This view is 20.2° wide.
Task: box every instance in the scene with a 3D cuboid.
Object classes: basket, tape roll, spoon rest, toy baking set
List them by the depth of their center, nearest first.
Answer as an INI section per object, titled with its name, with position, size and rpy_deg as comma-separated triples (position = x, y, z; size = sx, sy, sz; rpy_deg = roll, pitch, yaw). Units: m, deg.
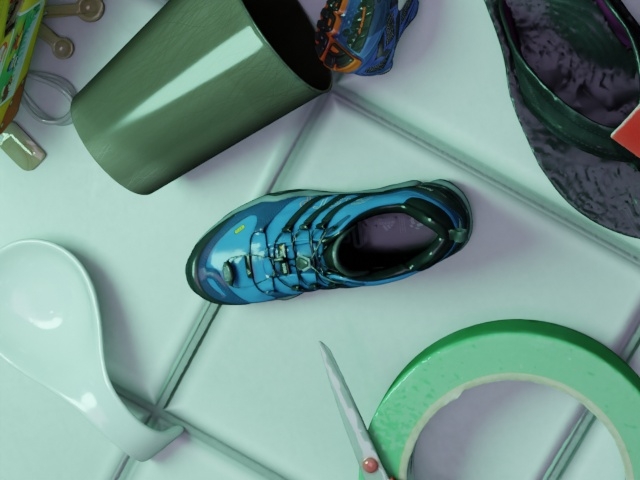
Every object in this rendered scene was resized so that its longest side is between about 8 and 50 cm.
[basket]
position = -0.126, -0.159, 1.793
size = 0.227, 0.154, 0.204
rpy_deg = -37, 48, 19
[tape roll]
position = 0.202, 0.244, 1.843
size = 0.321, 0.077, 0.321
rpy_deg = 1, 99, 9
[toy baking set]
position = -0.336, -0.210, 1.882
size = 0.197, 0.030, 0.256
rpy_deg = 17, 101, 6
[spoon rest]
position = -0.257, 0.119, 1.893
size = 0.137, 0.084, 0.276
rpy_deg = -40, 92, 12

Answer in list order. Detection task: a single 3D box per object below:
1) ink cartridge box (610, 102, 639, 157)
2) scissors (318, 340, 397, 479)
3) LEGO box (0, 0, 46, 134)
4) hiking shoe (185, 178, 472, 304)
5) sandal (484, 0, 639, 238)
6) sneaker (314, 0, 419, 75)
[ink cartridge box]
position = 0.463, -0.117, 1.681
size = 0.296, 0.066, 0.261
rpy_deg = 31, 104, -29
[scissors]
position = 0.050, 0.248, 1.817
size = 0.109, 0.021, 0.297
rpy_deg = -36, 93, 14
[LEGO box]
position = -0.433, -0.340, 1.663
size = 0.373, 0.193, 0.500
rpy_deg = 26, 129, 3
[hiking shoe]
position = 0.000, 0.000, 1.809
size = 0.304, 0.132, 0.113
rpy_deg = -15, 96, 11
[sandal]
position = 0.244, -0.190, 1.754
size = 0.168, 0.107, 0.445
rpy_deg = -28, 94, 12
[sneaker]
position = 0.064, -0.264, 1.793
size = 0.083, 0.087, 0.221
rpy_deg = 21, 88, 36
